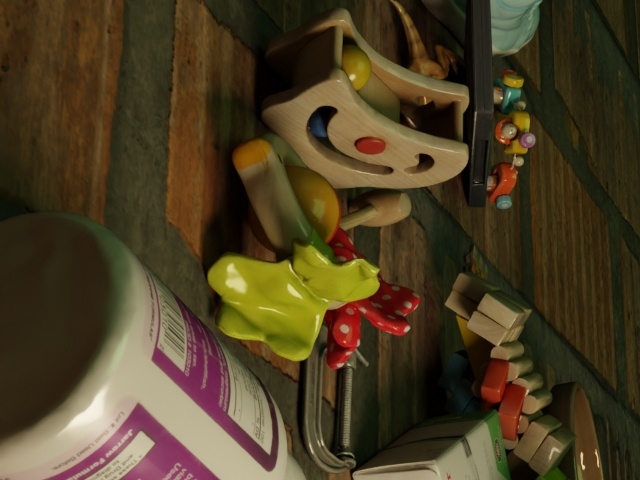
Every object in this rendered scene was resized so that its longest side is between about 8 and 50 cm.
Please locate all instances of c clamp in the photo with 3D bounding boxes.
[{"bbox_3d":[0.017,0.148,1.666,0.137,0.022,0.160,54,34,-48],"label":"c clamp"}]

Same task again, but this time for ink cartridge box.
[{"bbox_3d":[0.120,0.271,1.774,0.219,0.092,0.160,-18,98,-67],"label":"ink cartridge box"}]

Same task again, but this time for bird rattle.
[{"bbox_3d":[0.000,0.000,1.551,0.207,0.143,0.253,66,20,7],"label":"bird rattle"}]

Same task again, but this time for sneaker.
[{"bbox_3d":[0.233,-0.308,2.191,0.366,0.150,0.135,7,76,-67],"label":"sneaker"}]

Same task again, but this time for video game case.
[{"bbox_3d":[0.180,-0.178,2.057,0.274,0.026,0.196,79,10,-69],"label":"video game case"}]

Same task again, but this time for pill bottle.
[{"bbox_3d":[-0.123,0.123,1.148,0.301,0.169,0.169,52,36,-50],"label":"pill bottle"}]

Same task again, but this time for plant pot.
[{"bbox_3d":[0.261,0.286,2.070,0.237,0.110,0.237,-8,90,-76],"label":"plant pot"}]

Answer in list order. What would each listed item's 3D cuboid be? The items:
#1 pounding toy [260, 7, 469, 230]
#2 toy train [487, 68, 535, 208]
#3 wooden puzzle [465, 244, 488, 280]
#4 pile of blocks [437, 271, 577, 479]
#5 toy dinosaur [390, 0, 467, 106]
[{"bbox_3d":[0.053,-0.083,1.666,0.269,0.154,0.155,46,41,-54],"label":"pounding toy"},{"bbox_3d":[0.216,-0.130,2.210,0.125,0.046,0.166,124,-34,-56],"label":"toy train"},{"bbox_3d":[0.187,0.039,2.138,0.083,0.006,0.049,57,33,-45],"label":"wooden puzzle"},{"bbox_3d":[0.194,0.210,1.909,0.362,0.149,0.112,68,17,7],"label":"pile of blocks"},{"bbox_3d":[0.113,-0.191,1.972,0.112,0.064,0.211,-29,108,-65],"label":"toy dinosaur"}]
